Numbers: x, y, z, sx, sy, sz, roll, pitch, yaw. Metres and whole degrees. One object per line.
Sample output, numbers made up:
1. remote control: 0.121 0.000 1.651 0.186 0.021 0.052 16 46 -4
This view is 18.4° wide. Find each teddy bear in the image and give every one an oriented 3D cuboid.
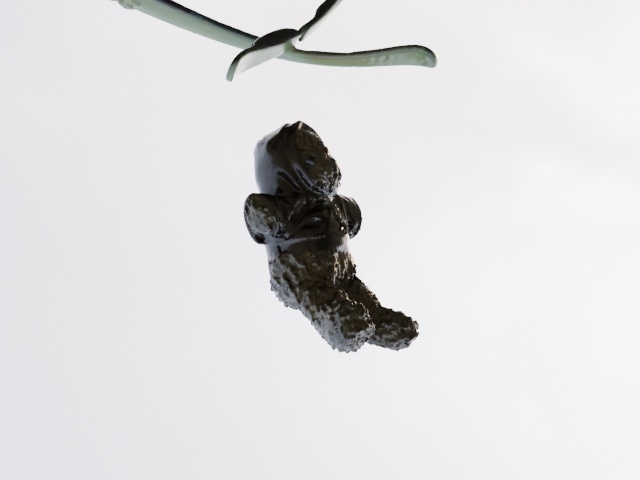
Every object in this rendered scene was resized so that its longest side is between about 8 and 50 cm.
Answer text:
1. teddy bear: -0.006 0.006 1.260 0.119 0.078 0.160 6 -121 -56

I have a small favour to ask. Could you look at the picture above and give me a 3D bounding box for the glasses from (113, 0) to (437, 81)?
1. glasses: -0.018 -0.178 1.275 0.239 0.102 0.207 -19 -145 -19
